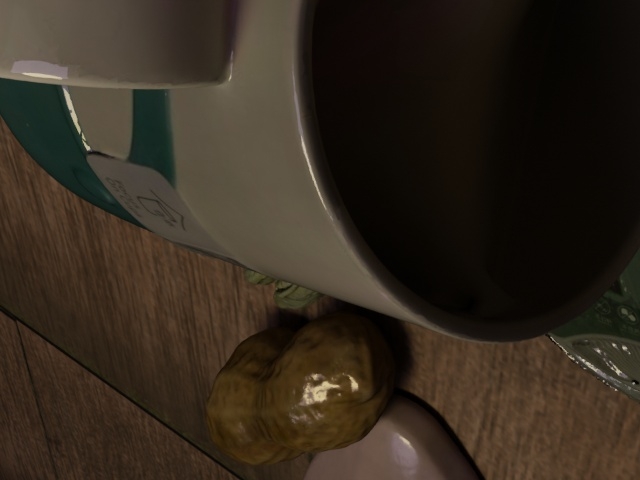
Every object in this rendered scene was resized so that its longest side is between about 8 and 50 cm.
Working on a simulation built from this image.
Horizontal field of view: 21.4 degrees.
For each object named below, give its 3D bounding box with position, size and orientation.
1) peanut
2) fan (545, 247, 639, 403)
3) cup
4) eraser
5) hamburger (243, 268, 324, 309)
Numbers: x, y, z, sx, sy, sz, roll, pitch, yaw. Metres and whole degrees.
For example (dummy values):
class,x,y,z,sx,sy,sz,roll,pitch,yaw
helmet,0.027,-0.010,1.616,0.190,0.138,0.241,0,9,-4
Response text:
class,x,y,z,sx,sy,sz,roll,pitch,yaw
peanut,-0.012,0.094,1.077,0.089,0.089,0.193,50,148,-10
fan,0.142,0.031,0.849,0.223,0.012,0.294,37,151,15
cup,-0.022,-0.090,0.625,0.258,0.290,0.219,16,107,44
eraser,0.053,0.194,1.145,0.204,0.059,0.243,29,148,28
hamburger,-0.003,-0.002,0.924,0.054,0.084,0.121,45,151,2
